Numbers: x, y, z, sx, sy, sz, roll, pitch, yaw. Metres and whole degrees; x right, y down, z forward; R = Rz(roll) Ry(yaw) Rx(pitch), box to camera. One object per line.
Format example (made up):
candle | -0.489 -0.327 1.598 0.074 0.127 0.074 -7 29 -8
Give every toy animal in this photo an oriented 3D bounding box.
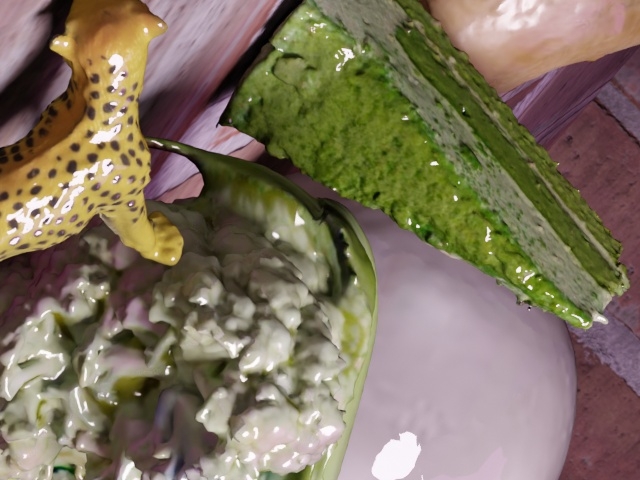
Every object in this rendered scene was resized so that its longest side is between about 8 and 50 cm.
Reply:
toy animal | -0.136 -0.011 0.746 0.181 0.073 0.136 -31 161 -16

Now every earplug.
earplug | -0.013 0.145 1.268 0.394 0.312 0.312 -48 172 13

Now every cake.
cake | 0.075 -0.052 1.018 0.100 0.235 0.099 -46 166 -56

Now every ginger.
ginger | 0.150 -0.173 1.157 0.267 0.138 0.152 -26 177 -28

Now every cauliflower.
cauliflower | -0.061 0.106 0.910 0.239 0.315 0.256 -8 177 -36
